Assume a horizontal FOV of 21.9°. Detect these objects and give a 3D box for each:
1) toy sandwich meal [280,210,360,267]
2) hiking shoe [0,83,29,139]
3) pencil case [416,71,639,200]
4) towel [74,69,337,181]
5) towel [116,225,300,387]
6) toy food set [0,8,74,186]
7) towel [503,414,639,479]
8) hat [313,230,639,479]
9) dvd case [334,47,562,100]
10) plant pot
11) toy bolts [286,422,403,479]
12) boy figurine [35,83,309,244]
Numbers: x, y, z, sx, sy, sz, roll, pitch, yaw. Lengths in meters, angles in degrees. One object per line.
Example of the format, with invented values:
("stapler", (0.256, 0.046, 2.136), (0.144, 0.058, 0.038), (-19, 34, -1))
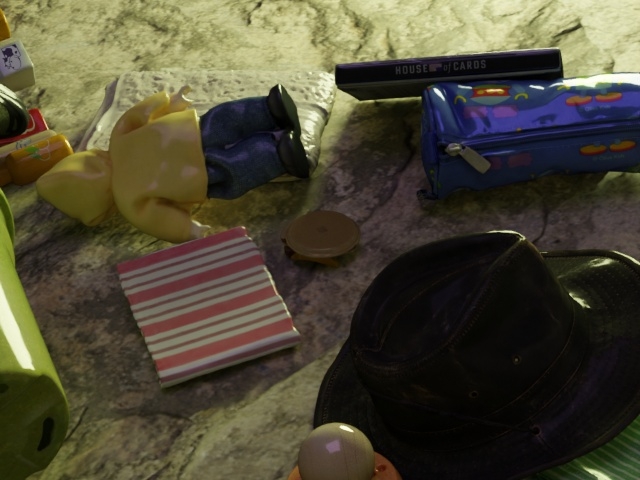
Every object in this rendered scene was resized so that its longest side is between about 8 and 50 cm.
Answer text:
("toy sandwich meal", (0.000, 0.000, 1.697), (0.085, 0.029, 0.085), (-2, 38, 2))
("hiking shoe", (-0.393, -0.109, 1.730), (0.227, 0.086, 0.114), (0, 60, -48))
("pencil case", (0.247, -0.113, 1.709), (0.306, 0.119, 0.133), (-5, 15, 7))
("towel", (-0.128, -0.135, 1.888), (0.282, 0.049, 0.187), (0, 38, 12))
("towel", (-0.113, 0.065, 1.638), (0.144, 0.029, 0.197), (-17, 40, -10))
("toy food set", (-0.372, -0.149, 1.895), (0.104, 0.111, 0.232), (-23, 69, -16))
("towel", (0.330, 0.154, 1.332), (0.325, 0.038, 0.248), (18, 55, 45))
("hat", (0.123, 0.073, 1.424), (0.331, 0.134, 0.331), (-19, 34, 14))
("dvd case", (0.146, -0.180, 1.818), (0.238, 0.029, 0.179), (-2, -1, 9))
("plant pot", (-0.354, 0.102, 1.476), (0.276, 0.276, 0.254), (-25, 51, -19))
("toy bolts", (0.036, 0.259, 1.231), (0.228, 0.158, 0.218), (18, 45, 32))
("boy figurine", (-0.158, -0.071, 1.754), (0.285, 0.092, 0.177), (-17, 76, 8))
